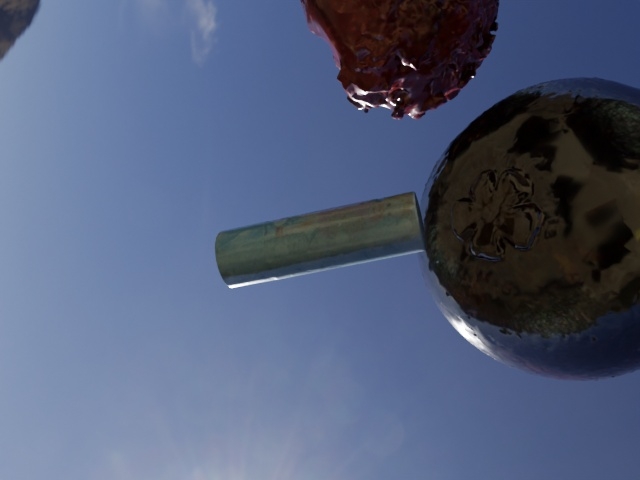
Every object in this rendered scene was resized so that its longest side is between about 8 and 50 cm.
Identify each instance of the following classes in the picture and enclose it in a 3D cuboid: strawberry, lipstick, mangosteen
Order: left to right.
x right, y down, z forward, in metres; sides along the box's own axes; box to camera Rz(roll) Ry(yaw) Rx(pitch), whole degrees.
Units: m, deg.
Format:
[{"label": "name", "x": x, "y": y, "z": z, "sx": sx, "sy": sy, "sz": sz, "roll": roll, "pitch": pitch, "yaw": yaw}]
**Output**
[{"label": "lipstick", "x": 0.000, "y": 0.000, "z": 0.493, "sx": 0.158, "sy": 0.048, "sz": 0.048, "roll": -12, "pitch": -119, "yaw": 13}, {"label": "strawberry", "x": 0.104, "y": -0.277, "z": 0.710, "sx": 0.220, "sy": 0.274, "sz": 0.274, "roll": -16, "pitch": -118, "yaw": 46}, {"label": "mangosteen", "x": 0.235, "y": -0.006, "z": 0.590, "sx": 0.288, "sy": 0.288, "sz": 0.288, "roll": -24, "pitch": -123, "yaw": 42}]
